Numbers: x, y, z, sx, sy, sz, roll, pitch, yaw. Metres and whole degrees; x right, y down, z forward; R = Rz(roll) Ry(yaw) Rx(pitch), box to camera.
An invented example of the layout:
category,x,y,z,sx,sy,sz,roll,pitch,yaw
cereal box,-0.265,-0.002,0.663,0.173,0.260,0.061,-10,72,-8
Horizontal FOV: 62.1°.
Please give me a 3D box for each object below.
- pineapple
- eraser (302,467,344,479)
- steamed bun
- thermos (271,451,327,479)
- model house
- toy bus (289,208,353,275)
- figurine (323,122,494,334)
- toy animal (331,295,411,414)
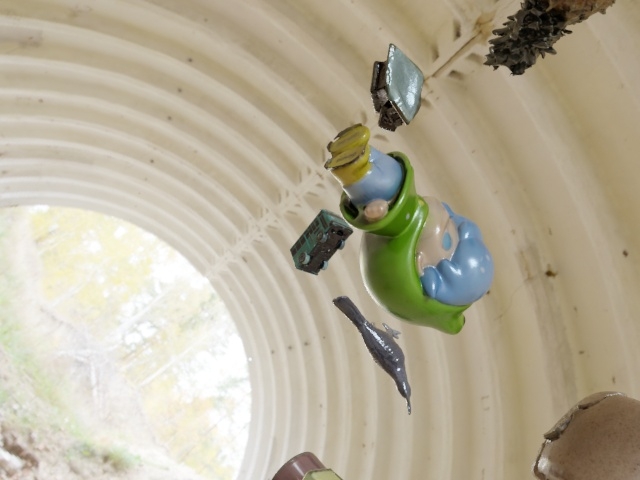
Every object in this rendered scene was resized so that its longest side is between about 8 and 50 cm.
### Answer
category,x,y,z,sx,sy,sz,roll,pitch,yaw
pineapple,0.329,-0.345,0.747,0.158,0.158,0.279,43,-51,9
eraser,0.045,0.516,1.016,0.172,0.058,0.117,32,-2,31
steamed bun,0.510,0.393,0.967,0.199,0.252,0.301,32,-15,13
thermos,0.011,0.615,1.148,0.265,0.146,0.177,35,-73,40
model house,0.156,-0.332,1.220,0.106,0.166,0.152,15,-11,-22
toy bus,0.000,0.000,1.324,0.160,0.079,0.092,-51,-140,24
figurine,0.095,-0.009,0.600,0.143,0.162,0.263,-29,-58,19
toy animal,0.171,0.287,1.495,0.081,0.206,0.367,-33,-91,19
